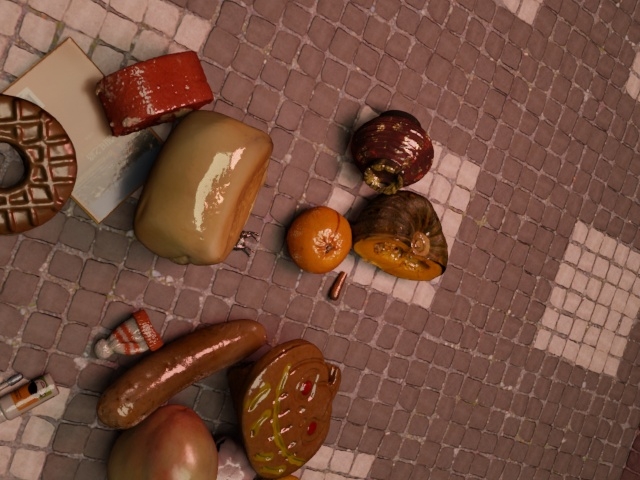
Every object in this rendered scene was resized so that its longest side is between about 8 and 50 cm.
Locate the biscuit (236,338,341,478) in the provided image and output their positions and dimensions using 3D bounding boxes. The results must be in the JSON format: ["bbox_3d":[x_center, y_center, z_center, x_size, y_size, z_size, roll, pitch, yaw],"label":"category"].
[{"bbox_3d":[-0.069,0.452,1.874,0.350,0.070,0.394,-32,125,-30],"label":"biscuit"}]

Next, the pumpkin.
[{"bbox_3d":[0.230,-0.026,2.054,0.325,0.242,0.232,34,52,-39],"label":"pumpkin"}]

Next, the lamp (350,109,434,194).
[{"bbox_3d":[0.203,-0.248,1.970,0.247,0.247,0.247,-5,100,-28],"label":"lamp"}]

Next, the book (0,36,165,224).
[{"bbox_3d":[-0.569,-0.260,1.667,0.262,0.028,0.374,-46,115,-15],"label":"book"}]

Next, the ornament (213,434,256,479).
[{"bbox_3d":[-0.265,0.628,1.912,0.177,0.177,0.177,-5,100,-28],"label":"ornament"}]

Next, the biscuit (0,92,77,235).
[{"bbox_3d":[-0.713,-0.167,1.547,0.332,0.103,0.332,-6,106,-22],"label":"biscuit"}]

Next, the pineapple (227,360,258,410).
[{"bbox_3d":[-0.119,0.393,1.963,0.279,0.158,0.157,-10,103,-37],"label":"pineapple"}]

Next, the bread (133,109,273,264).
[{"bbox_3d":[-0.291,-0.122,1.690,0.253,0.348,0.376,21,90,2],"label":"bread"}]

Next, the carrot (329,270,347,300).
[{"bbox_3d":[0.053,0.136,2.066,0.032,0.032,0.093,30,79,-29],"label":"carrot"}]

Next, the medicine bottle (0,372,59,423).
[{"bbox_3d":[-0.752,0.386,1.663,0.221,0.061,0.092,-29,86,-21],"label":"medicine bottle"}]

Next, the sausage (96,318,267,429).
[{"bbox_3d":[-0.350,0.321,1.794,0.501,0.123,0.136,-28,81,-36],"label":"sausage"}]

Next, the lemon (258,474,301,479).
[{"bbox_3d":[-0.127,0.766,1.986,0.244,0.187,0.187,-19,107,-20],"label":"lemon"}]

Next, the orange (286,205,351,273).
[{"bbox_3d":[0.000,0.000,1.941,0.193,0.161,0.193,-7,102,-32],"label":"orange"}]

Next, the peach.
[{"bbox_3d":[-0.395,0.562,1.751,0.247,0.292,0.292,16,90,-47],"label":"peach"}]

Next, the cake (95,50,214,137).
[{"bbox_3d":[-0.387,-0.350,1.645,0.283,0.177,0.151,-24,103,-35],"label":"cake"}]

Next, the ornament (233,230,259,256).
[{"bbox_3d":[-0.230,-0.003,1.893,0.125,0.028,0.073,19,90,-31],"label":"ornament"}]

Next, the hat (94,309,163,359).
[{"bbox_3d":[-0.496,0.255,1.758,0.162,0.093,0.112,-27,96,-16],"label":"hat"}]
